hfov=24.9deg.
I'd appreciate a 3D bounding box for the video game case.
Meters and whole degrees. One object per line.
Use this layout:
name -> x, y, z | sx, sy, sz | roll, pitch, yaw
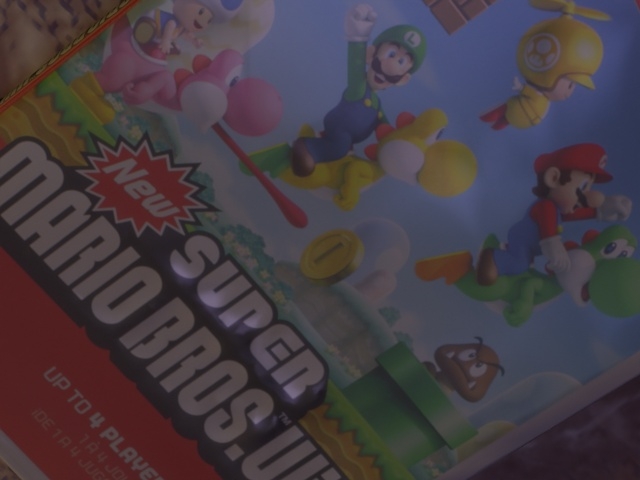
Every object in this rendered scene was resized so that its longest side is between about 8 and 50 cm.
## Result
video game case -> 0.000, 0.000, 0.486 | 0.285, 0.025, 0.204 | -35, 107, 17
